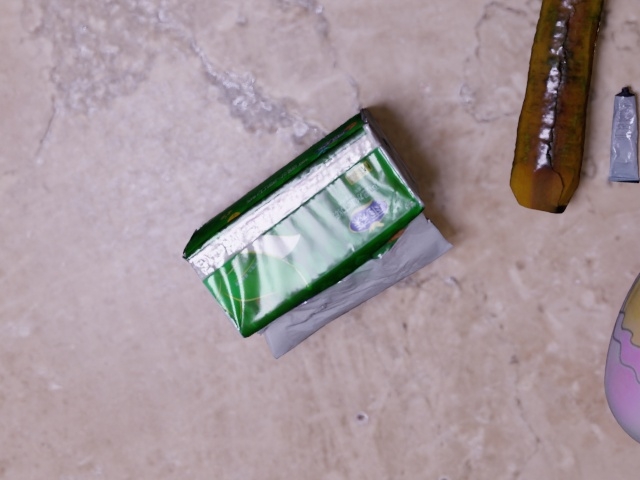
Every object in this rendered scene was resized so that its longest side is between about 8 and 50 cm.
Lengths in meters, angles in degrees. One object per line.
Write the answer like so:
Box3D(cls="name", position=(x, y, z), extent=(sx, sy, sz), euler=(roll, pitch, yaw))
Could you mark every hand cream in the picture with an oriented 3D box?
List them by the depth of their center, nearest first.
Box3D(cls="hand cream", position=(0.294, -0.102, 1.446), extent=(0.030, 0.019, 0.093), euler=(-1, 105, 1))

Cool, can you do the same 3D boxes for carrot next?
Box3D(cls="carrot", position=(0.229, -0.157, 1.415), extent=(0.070, 0.070, 0.260), euler=(10, 97, 1))

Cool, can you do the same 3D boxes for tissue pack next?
Box3D(cls="tissue pack", position=(0.001, 0.000, 1.405), extent=(0.209, 0.148, 0.156), euler=(-35, 95, 6))

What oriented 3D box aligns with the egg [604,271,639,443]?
Box3D(cls="egg", position=(0.374, 0.077, 1.379), extent=(0.271, 0.196, 0.196), euler=(-39, 95, 9))
